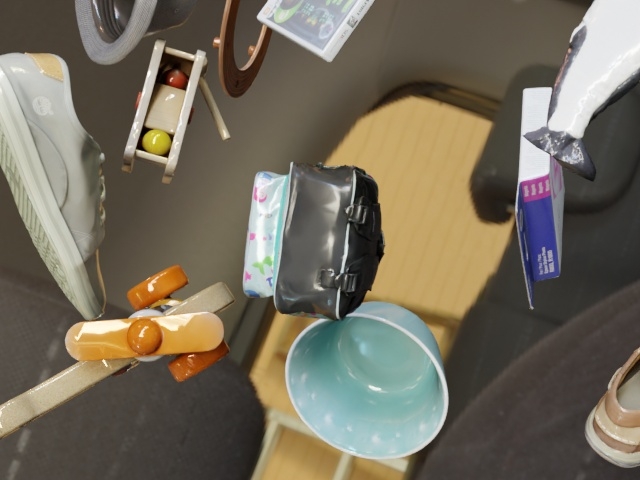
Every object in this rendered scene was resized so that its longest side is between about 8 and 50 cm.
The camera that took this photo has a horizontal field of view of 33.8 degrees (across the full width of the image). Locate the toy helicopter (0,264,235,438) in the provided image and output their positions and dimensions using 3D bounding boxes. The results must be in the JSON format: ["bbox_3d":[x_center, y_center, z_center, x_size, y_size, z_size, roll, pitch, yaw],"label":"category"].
[{"bbox_3d":[-0.257,0.150,1.293,0.355,0.140,0.235,-30,1,-23],"label":"toy helicopter"}]

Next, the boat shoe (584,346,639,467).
[{"bbox_3d":[0.483,0.172,1.416,0.324,0.123,0.116,-39,-33,-31],"label":"boat shoe"}]

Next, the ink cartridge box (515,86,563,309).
[{"bbox_3d":[0.451,-0.083,2.140,0.324,0.071,0.330,69,-155,-48],"label":"ink cartridge box"}]

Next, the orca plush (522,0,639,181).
[{"bbox_3d":[0.336,-0.192,1.122,0.102,0.151,0.287,36,-106,-58],"label":"orca plush"}]

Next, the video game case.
[{"bbox_3d":[0.014,-0.311,1.259,0.022,0.190,0.173,32,-84,-36],"label":"video game case"}]

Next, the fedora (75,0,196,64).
[{"bbox_3d":[-0.269,-0.398,1.617,0.275,0.124,0.243,-46,55,47],"label":"fedora"}]

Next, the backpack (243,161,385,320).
[{"bbox_3d":[0.000,0.000,1.507,0.253,0.191,0.225,-2,-81,-72],"label":"backpack"}]

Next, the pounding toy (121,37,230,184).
[{"bbox_3d":[-0.201,-0.207,1.616,0.154,0.155,0.269,119,164,-55],"label":"pounding toy"}]

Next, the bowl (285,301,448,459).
[{"bbox_3d":[0.105,0.238,1.987,0.163,0.312,0.311,-53,-20,-58],"label":"bowl"}]

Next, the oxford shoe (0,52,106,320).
[{"bbox_3d":[-0.354,-0.067,1.464,0.130,0.169,0.449,-30,-46,-24],"label":"oxford shoe"}]

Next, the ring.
[{"bbox_3d":[-0.145,-0.448,2.083,0.336,0.032,0.336,16,-90,-81],"label":"ring"}]
